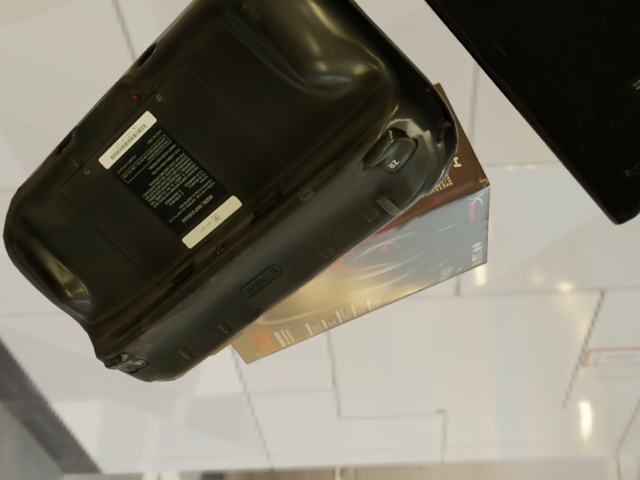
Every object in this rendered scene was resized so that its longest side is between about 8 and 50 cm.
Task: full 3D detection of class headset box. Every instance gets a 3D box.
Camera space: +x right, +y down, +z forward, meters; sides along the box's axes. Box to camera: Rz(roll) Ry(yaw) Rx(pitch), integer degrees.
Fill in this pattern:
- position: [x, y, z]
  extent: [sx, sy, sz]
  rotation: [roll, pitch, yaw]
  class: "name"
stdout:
- position: [0.000, 0.000, 1.058]
  extent: [0.218, 0.293, 0.110]
  rotation: [72, -4, -69]
  class: "headset box"

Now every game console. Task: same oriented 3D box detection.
- position: [-0.003, -0.068, 0.388]
  extent: [0.213, 0.361, 0.044]
  rotation: [50, 37, -3]
  class: "game console"
